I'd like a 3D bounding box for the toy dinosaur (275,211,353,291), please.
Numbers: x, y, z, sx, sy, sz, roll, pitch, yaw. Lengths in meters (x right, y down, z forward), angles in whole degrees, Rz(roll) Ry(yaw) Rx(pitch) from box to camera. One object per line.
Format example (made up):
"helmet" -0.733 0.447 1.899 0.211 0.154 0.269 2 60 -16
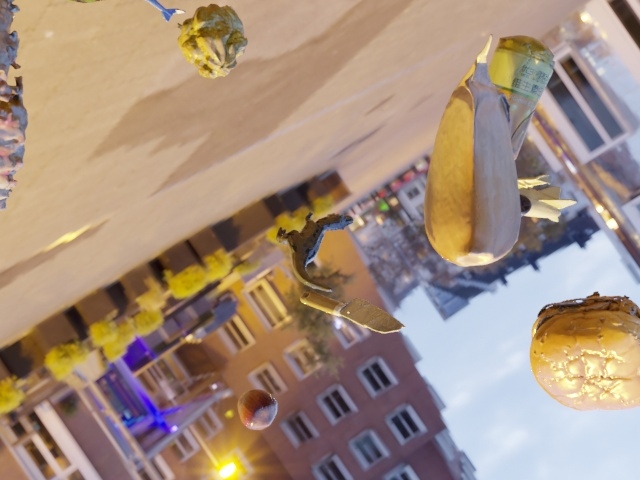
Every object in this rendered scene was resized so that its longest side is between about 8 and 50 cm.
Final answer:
"toy dinosaur" 0.000 0.000 1.677 0.187 0.087 0.179 -50 -152 -18

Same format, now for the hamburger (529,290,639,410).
"hamburger" 0.633 0.265 2.036 0.319 0.318 0.158 -34 -167 38

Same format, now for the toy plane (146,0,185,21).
"toy plane" -0.285 -0.395 1.370 0.054 0.167 0.062 10 -106 43

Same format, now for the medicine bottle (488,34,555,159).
"medicine bottle" 0.367 -0.280 1.699 0.124 0.124 0.239 -35 146 -78

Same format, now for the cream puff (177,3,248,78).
"cream puff" -0.224 -0.426 1.879 0.156 0.156 0.121 -34 177 -20

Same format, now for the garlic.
"garlic" 0.250 -0.127 1.353 0.151 0.338 0.196 6 -179 0

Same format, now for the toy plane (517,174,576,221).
"toy plane" 0.328 -0.080 1.584 0.229 0.244 0.092 97 3 -73

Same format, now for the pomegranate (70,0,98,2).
"pomegranate" -0.478 -0.600 1.729 0.254 0.254 0.270 -34 -145 0

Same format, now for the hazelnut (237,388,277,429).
"hazelnut" -0.122 0.321 1.661 0.086 0.086 0.086 -34 180 0

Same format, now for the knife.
"knife" 0.049 0.113 1.454 0.047 0.017 0.298 -43 -155 -17

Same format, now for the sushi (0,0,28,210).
"sushi" -0.583 -0.249 1.406 0.176 0.417 0.417 6 155 -33
